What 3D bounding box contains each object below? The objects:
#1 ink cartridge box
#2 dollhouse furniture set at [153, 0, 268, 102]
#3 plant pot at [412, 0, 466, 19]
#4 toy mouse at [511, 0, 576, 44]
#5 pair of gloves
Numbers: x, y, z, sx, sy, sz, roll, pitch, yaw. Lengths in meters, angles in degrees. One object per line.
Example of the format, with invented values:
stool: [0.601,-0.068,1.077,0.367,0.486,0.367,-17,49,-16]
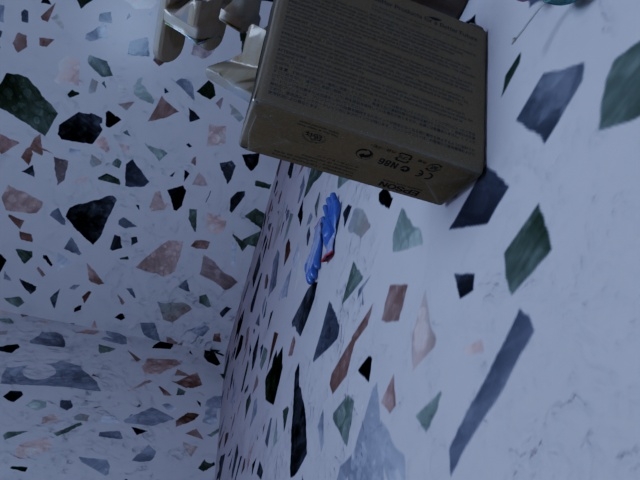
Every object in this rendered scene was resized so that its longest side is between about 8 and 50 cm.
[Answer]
ink cartridge box: [0.050,-0.163,0.540,0.088,0.234,0.193,130,152,-62]
dollhouse furniture set: [-0.067,-0.312,1.011,0.394,0.362,0.256,-46,-15,-51]
plant pot: [0.104,-0.351,0.678,0.167,0.165,0.167,-165,90,-79]
toy mouse: [0.200,-0.231,0.426,0.161,0.031,0.143,-115,41,-72]
pair of gloves: [0.000,0.000,1.089,0.198,0.023,0.159,123,158,-55]
